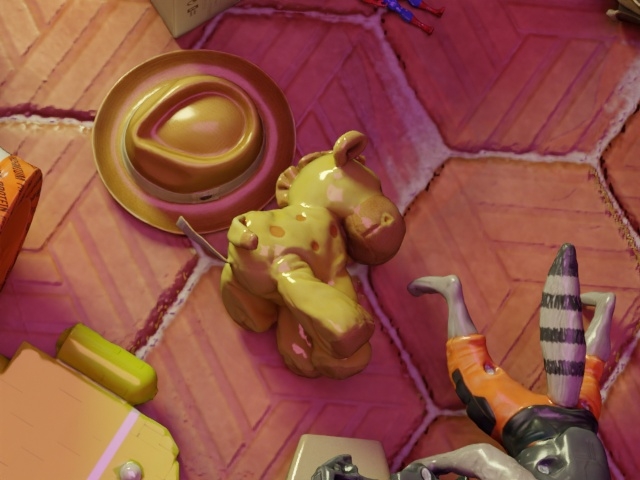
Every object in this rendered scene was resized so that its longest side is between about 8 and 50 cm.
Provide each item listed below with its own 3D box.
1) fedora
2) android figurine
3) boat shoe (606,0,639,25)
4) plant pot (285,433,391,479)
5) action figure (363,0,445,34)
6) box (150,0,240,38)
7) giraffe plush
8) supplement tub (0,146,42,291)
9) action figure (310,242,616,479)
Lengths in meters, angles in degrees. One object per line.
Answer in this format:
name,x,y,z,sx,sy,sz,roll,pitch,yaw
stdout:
fedora,-0.117,-0.100,1.534,0.194,0.079,0.194,1,80,-5
android figurine,-0.240,0.205,1.482,0.273,0.056,0.248,33,78,3
boat shoe,0.326,-0.243,1.603,0.095,0.095,0.257,-20,72,-51
plant pot,0.012,0.232,1.479,0.109,0.109,0.096,5,68,-5
action figure,0.065,-0.242,1.604,0.115,0.030,0.038,28,84,2
box,-0.050,-0.383,1.546,0.345,0.168,0.215,-32,84,-9
giraffe plush,0.000,0.000,1.489,0.210,0.181,0.170,49,67,-13
supplement tub,-0.429,-0.055,1.432,0.338,0.207,0.207,23,79,-1
action figure,0.161,0.177,1.421,0.341,0.178,0.330,12,59,-34
